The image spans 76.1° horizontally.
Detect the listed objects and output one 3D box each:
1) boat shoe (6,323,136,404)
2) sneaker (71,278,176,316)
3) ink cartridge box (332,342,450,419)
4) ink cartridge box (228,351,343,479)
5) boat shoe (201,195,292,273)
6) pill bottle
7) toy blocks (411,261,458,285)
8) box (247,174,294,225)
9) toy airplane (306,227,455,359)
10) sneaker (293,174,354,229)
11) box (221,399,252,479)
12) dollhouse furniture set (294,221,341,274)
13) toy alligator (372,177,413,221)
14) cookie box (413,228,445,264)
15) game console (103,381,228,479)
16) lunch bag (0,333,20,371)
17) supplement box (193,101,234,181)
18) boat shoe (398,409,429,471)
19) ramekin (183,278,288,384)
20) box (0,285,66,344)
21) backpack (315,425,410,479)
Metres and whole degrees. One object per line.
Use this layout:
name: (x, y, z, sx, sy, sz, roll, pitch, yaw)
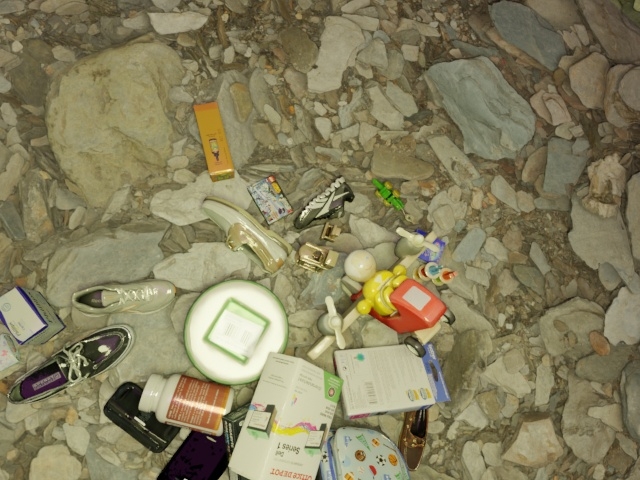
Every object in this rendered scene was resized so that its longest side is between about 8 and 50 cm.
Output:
boat shoe: (-0.635, 0.315, 1.052, 0.306, 0.105, 0.113, -24, 84, -16)
sneaker: (-0.528, 0.157, 1.101, 0.262, 0.121, 0.100, -9, 80, -13)
ink cartridge box: (0.203, 0.405, 1.195, 0.310, 0.065, 0.186, -4, 52, -10)
ink cartridge box: (-0.075, 0.448, 1.015, 0.201, 0.117, 0.278, 41, 60, -41)
boat shoe: (-0.231, -0.016, 1.205, 0.302, 0.113, 0.103, 33, 68, -4)
pill bottle: (-0.339, 0.412, 1.046, 0.215, 0.121, 0.121, 19, 75, -8)
toy blocks: (0.373, 0.104, 1.286, 0.123, 0.148, 0.054, 10, 76, -9)
box: (-0.157, -0.128, 1.290, 0.093, 0.027, 0.137, -29, 85, -15)
toy airplane: (0.149, 0.132, 1.120, 0.273, 0.384, 0.386, 53, 29, -19)
sneaker: (0.021, -0.100, 1.295, 0.106, 0.078, 0.234, 46, 71, 3)
box: (-0.146, 0.499, 1.063, 0.220, 0.051, 0.175, -10, 96, -50)
dollhouse furniture set: (0.000, 0.000, 1.213, 0.101, 0.182, 0.161, 21, 75, -6)
toy alligator: (0.246, -0.140, 1.367, 0.190, 0.056, 0.051, 46, 33, 1)
cookie box: (0.347, 0.026, 1.353, 0.107, 0.040, 0.092, 26, 74, -5)
game console: (-0.400, 0.508, 1.093, 0.361, 0.044, 0.213, 39, 72, -2)
lunch bag: (-0.821, 0.294, 1.046, 0.071, 0.053, 0.083, -31, 76, -18)
supplement box: (-0.329, -0.304, 1.268, 0.077, 0.080, 0.234, -13, 79, -13)
boat shoe: (0.277, 0.571, 1.204, 0.073, 0.073, 0.207, 9, 78, -13)
ramekin: (-0.229, 0.249, 1.128, 0.303, 0.148, 0.304, 2, 77, -11)
box: (-0.738, 0.193, 1.040, 0.072, 0.137, 0.126, -38, 88, -17)
backpack: (0.106, 0.620, 1.071, 0.263, 0.213, 0.277, 16, 42, -25)
